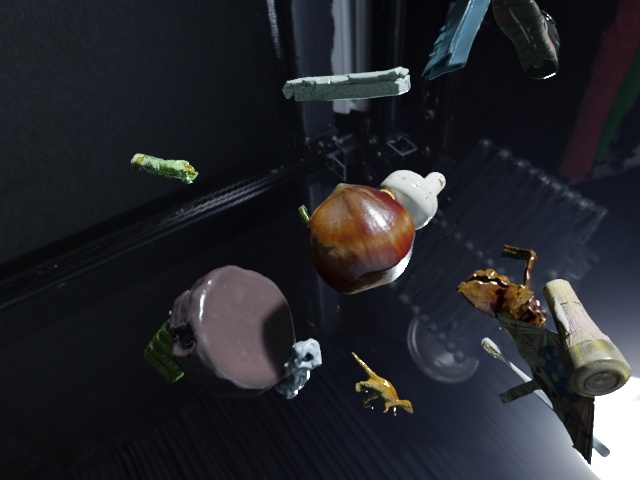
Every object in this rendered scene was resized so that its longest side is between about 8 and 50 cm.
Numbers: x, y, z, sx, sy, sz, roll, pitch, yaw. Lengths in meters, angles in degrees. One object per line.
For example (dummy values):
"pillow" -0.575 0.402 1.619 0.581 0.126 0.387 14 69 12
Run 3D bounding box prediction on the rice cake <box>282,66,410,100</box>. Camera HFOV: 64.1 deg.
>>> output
"rice cake" 0.054 -0.378 1.256 0.066 0.336 0.063 -35 -57 -50

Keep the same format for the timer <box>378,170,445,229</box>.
"timer" 0.339 -0.162 1.939 0.240 0.233 0.234 -42 -32 -32

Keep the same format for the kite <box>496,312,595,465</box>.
"kite" 0.452 0.285 1.033 0.011 0.336 0.314 -10 -31 -23

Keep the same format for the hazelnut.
"hazelnut" 0.082 -0.012 1.024 0.229 0.229 0.230 -24 -40 -22

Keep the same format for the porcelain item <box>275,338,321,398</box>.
"porcelain item" -0.025 0.146 0.591 0.036 0.028 0.083 25 -63 -7

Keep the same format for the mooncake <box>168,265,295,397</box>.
"mooncake" -0.188 0.202 1.107 0.282 0.283 0.141 4 -29 -44

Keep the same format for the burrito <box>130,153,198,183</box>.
"burrito" -0.399 -0.186 1.346 0.104 0.287 0.054 13 -89 -44

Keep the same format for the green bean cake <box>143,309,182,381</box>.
"green bean cake" -0.391 0.282 1.574 0.250 0.156 0.247 -51 -2 27

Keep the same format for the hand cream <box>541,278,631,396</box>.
"hand cream" 0.396 0.136 0.789 0.083 0.203 0.084 2 -52 2

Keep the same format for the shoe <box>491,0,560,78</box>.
"shoe" 0.581 -0.593 1.406 0.291 0.114 0.137 47 -123 -26

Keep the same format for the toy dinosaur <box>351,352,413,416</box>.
"toy dinosaur" 0.147 0.345 1.231 0.126 0.162 0.039 -11 -4 20

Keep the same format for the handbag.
"handbag" 0.334 -0.518 1.275 0.057 0.144 0.221 26 -101 -18

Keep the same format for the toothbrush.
"toothbrush" 0.477 0.332 1.088 0.025 0.342 0.030 -48 -6 13

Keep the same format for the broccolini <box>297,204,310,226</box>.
"broccolini" -0.002 0.000 1.314 0.067 0.216 0.058 -20 -11 -17

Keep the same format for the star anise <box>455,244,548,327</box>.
"star anise" 0.462 0.117 1.263 0.346 0.237 0.148 -54 -13 -54
